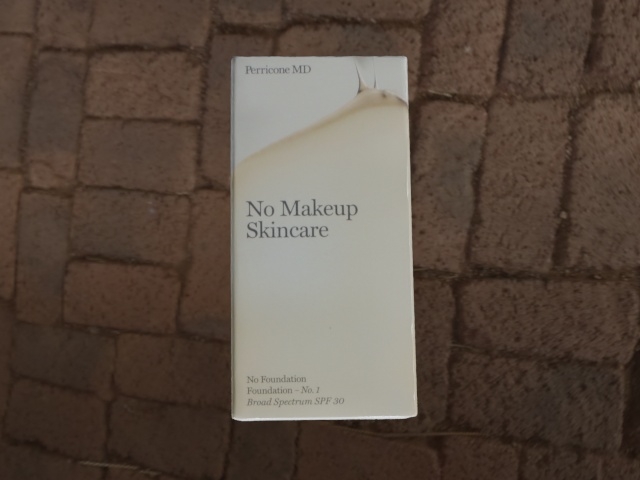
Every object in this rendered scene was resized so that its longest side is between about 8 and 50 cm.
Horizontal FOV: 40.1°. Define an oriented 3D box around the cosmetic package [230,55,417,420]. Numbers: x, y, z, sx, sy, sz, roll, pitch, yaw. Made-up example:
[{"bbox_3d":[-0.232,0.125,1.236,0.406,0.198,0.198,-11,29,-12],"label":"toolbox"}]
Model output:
[{"bbox_3d":[0.000,0.000,0.785,0.160,0.113,0.310,-2,84,-2],"label":"cosmetic package"}]
